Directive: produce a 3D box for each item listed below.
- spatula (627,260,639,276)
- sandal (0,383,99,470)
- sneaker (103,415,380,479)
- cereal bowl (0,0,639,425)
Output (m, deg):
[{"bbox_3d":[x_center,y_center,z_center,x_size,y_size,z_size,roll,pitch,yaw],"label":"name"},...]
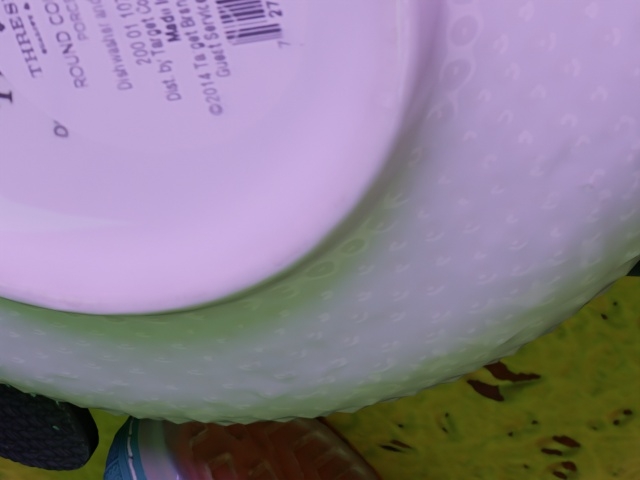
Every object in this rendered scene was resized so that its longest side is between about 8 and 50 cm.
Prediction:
[{"bbox_3d":[0.000,0.000,0.551,0.296,0.030,0.084,-3,125,16],"label":"spatula"},{"bbox_3d":[-0.146,0.015,0.589,0.179,0.040,0.067,33,138,11],"label":"sandal"},{"bbox_3d":[-0.002,0.177,0.644,0.121,0.108,0.302,-25,120,24],"label":"sneaker"},{"bbox_3d":[-0.046,-0.086,0.406,0.339,0.141,0.339,7,123,10],"label":"cereal bowl"}]
